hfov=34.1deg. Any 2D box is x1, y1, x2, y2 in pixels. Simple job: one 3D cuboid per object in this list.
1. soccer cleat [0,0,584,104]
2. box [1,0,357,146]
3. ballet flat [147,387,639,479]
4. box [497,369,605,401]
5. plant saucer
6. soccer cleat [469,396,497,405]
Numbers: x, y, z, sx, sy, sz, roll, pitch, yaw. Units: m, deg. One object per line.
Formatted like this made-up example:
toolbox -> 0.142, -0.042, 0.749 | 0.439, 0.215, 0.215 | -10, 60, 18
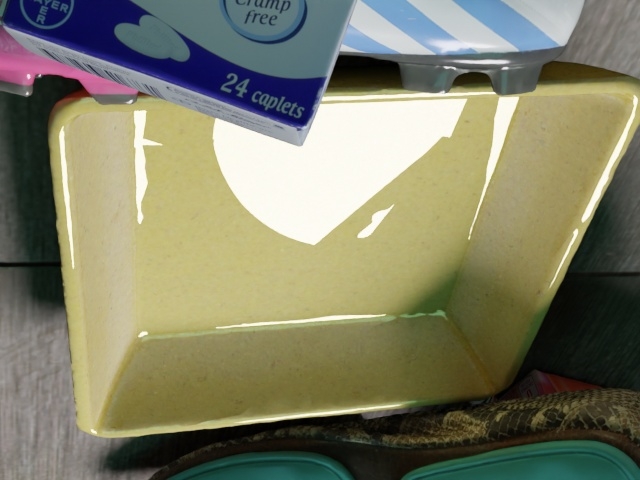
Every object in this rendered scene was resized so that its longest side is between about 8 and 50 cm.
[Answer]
soccer cleat -> -0.028, -0.150, 0.516 | 0.331, 0.116, 0.143 | -3, 114, -9
box -> -0.042, -0.124, 0.425 | 0.126, 0.072, 0.137 | 19, 89, -1
ballet flat -> 0.074, 0.210, 0.875 | 0.483, 0.164, 0.182 | -15, -176, 28
box -> 0.182, 0.278, 1.008 | 0.142, 0.154, 0.300 | 17, 131, -32
plant saucer -> 0.000, 0.000, 0.690 | 0.333, 0.081, 0.333 | -3, 140, -12
soccer cleat -> 0.143, 0.139, 0.937 | 0.036, 0.029, 0.083 | -1, 135, -3
